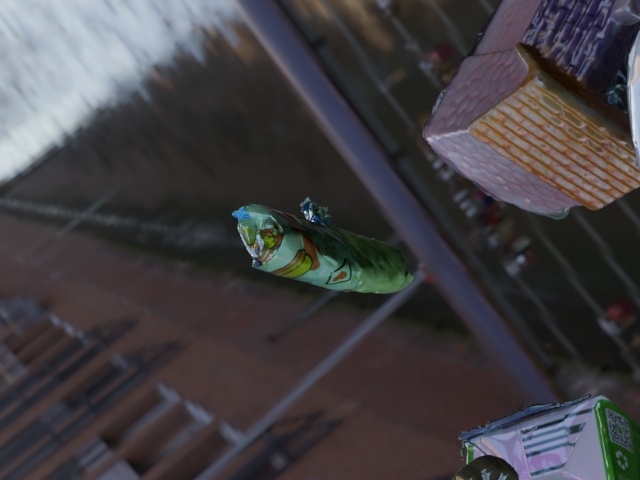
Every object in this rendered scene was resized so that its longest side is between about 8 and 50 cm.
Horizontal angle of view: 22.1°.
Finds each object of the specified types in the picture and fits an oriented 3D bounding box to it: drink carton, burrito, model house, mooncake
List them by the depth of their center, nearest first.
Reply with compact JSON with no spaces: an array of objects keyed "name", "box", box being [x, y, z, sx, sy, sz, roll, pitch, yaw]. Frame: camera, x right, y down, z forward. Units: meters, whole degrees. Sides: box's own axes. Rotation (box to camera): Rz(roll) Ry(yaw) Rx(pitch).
[{"name":"mooncake","box":[0.029,0.296,1.198,0.150,0.346,0.057,29,163,-15]},{"name":"drink carton","box":[0.259,0.247,1.487,0.271,0.161,0.108,36,-138,-42]},{"name":"burrito","box":[0.000,0.000,1.622,0.288,0.054,0.104,17,-142,-55]},{"name":"model house","box":[0.280,-0.159,1.785,0.202,0.237,0.237,36,168,-17]}]

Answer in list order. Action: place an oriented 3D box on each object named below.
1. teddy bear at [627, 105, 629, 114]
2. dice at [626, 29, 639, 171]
[{"name":"teddy bear","box":[0.485,-0.041,1.463,0.224,0.357,0.367,96,168,-61]},{"name":"dice","box":[0.389,-0.082,0.999,0.304,0.304,0.277,51,137,16]}]
